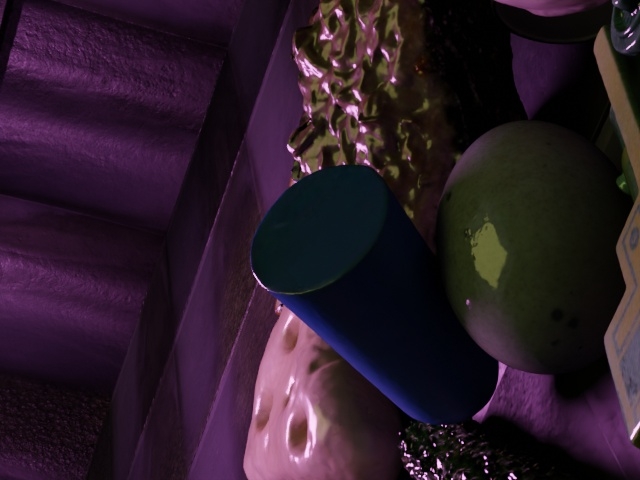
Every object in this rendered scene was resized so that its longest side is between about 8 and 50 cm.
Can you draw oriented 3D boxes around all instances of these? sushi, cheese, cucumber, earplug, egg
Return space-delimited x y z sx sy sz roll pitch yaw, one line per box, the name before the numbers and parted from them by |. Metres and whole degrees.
sushi | 0.084 -0.128 1.440 0.211 0.171 0.350 -7 80 49
cheese | 0.018 0.141 1.767 0.351 0.129 0.328 147 134 -70
cucumber | 0.139 0.211 1.331 0.359 0.096 0.096 -163 87 -75
earplug | 0.067 0.067 1.299 0.132 0.273 0.132 -22 44 22
egg | 0.180 0.002 1.231 0.169 0.169 0.236 121 158 -47

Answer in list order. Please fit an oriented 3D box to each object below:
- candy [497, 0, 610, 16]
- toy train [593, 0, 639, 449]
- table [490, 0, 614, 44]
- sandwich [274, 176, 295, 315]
candy | 0.219 -0.312 1.213 0.295 0.185 0.295 -31 21 14
toy train | 0.267 -0.049 1.032 0.369 0.150 0.237 -92 16 -51
table | 0.233 -0.311 1.413 0.126 0.126 0.220 135 147 -63
sandwich | 0.000 0.000 2.042 0.094 0.096 0.258 -48 29 47
